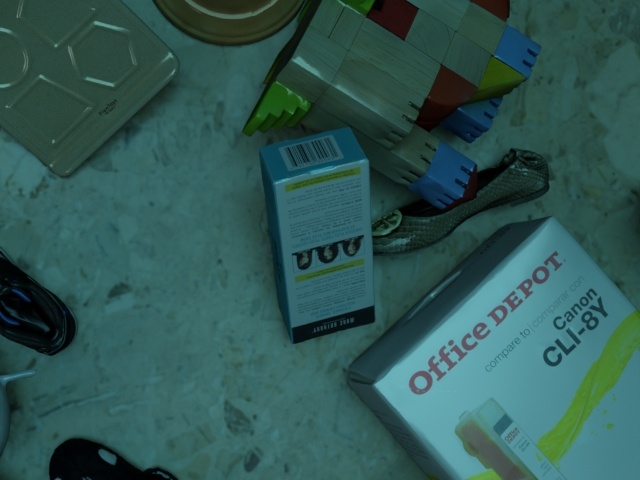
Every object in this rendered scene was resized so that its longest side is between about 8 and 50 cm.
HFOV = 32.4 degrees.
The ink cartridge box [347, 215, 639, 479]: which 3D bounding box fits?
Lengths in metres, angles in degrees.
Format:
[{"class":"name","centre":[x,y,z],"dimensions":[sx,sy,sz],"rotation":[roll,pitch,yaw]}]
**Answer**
[{"class":"ink cartridge box","centre":[0.259,0.204,1.223],"dimensions":[0.279,0.160,0.384],"rotation":[-42,92,-10]}]

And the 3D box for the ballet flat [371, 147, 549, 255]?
[{"class":"ballet flat","centre":[0.153,-0.047,1.264],"dimensions":[0.250,0.084,0.058],"rotation":[-22,118,-14]}]

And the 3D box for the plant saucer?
[{"class":"plant saucer","centre":[-0.105,-0.327,1.273],"dimensions":[0.200,0.037,0.199],"rotation":[1,85,-10]}]

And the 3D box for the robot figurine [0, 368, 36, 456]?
[{"class":"robot figurine","centre":[-0.454,0.216,1.090],"dimensions":[0.353,0.200,0.300],"rotation":[-46,109,-10]}]

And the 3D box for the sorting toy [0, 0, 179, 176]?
[{"class":"sorting toy","centre":[-0.288,-0.200,1.188],"dimensions":[0.193,0.038,0.208],"rotation":[-41,113,10]}]

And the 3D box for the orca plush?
[{"class":"orca plush","centre":[-0.200,0.342,1.169],"dimensions":[0.151,0.102,0.287],"rotation":[-19,89,-10]}]

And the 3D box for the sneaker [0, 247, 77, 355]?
[{"class":"sneaker","centre":[-0.352,0.042,1.160],"dimensions":[0.217,0.121,0.079],"rotation":[33,80,-5]}]

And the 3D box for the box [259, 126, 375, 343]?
[{"class":"box","centre":[0.000,0.000,1.171],"dimensions":[0.101,0.244,0.060],"rotation":[-14,45,-10]}]

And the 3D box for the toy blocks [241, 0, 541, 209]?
[{"class":"toy blocks","centre":[0.116,-0.217,1.223],"dimensions":[0.261,0.191,0.381],"rotation":[30,64,-11]}]
